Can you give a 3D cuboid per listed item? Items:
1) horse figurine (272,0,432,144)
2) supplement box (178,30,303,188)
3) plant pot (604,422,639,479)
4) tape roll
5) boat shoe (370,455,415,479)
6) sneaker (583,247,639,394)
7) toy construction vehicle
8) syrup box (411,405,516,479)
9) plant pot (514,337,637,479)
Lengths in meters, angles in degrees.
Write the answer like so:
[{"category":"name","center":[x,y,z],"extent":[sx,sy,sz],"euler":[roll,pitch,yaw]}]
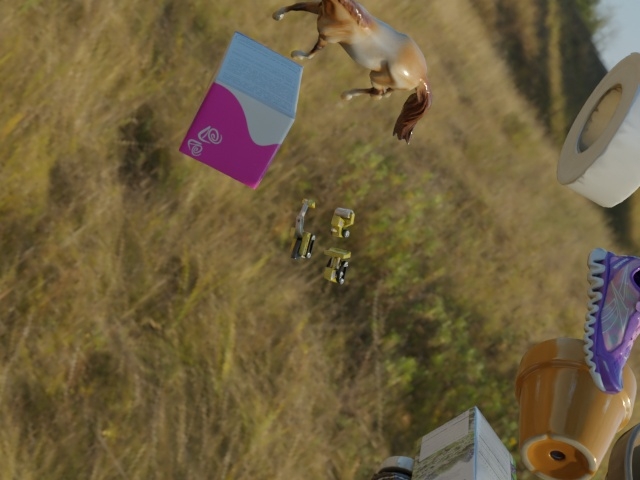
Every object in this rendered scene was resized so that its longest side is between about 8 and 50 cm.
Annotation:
[{"category":"horse figurine","center":[0.049,-0.227,1.187],"extent":[0.263,0.066,0.174],"euler":[38,-22,-21]},{"category":"supplement box","center":[-0.098,-0.175,1.282],"extent":[0.114,0.111,0.220],"euler":[26,24,-12]},{"category":"plant pot","center":[0.374,0.316,1.040],"extent":[0.237,0.110,0.237],"euler":[23,45,-25]},{"category":"tape roll","center":[0.565,-0.209,1.850],"extent":[0.100,0.286,0.286],"euler":[28,18,-4]},{"category":"boat shoe","center":[0.079,0.435,1.316],"extent":[0.117,0.324,0.096],"euler":[20,34,12]},{"category":"sneaker","center":[0.471,0.122,1.525],"extent":[0.095,0.105,0.236],"euler":[38,55,-54]},{"category":"toy construction vehicle","center":[0.000,0.000,1.282],"extent":[0.086,0.098,0.035],"euler":[16,1,32]},{"category":"syrup box","center":[0.171,0.297,1.166],"extent":[0.096,0.093,0.237],"euler":[54,14,-6]},{"category":"plant pot","center":[0.423,0.304,1.676],"extent":[0.205,0.205,0.188],"euler":[50,42,-20]}]
